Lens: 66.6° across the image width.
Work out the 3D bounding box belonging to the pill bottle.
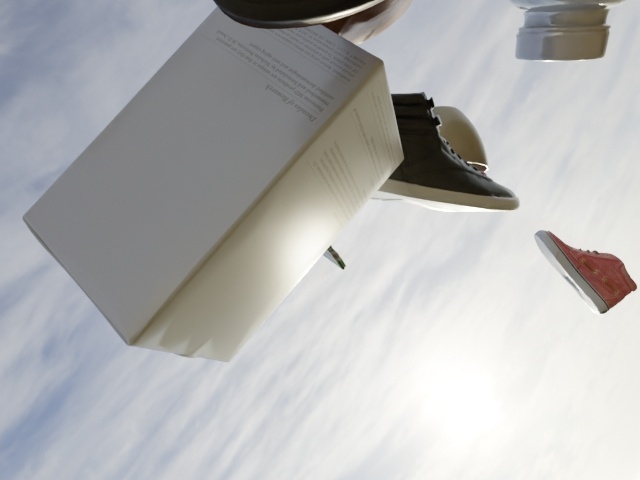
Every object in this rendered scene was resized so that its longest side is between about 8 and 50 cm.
[{"bbox_3d":[0.368,-0.430,0.699,0.176,0.176,0.319,-23,-58,-39],"label":"pill bottle"}]

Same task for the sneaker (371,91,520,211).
[{"bbox_3d":[0.164,-0.118,0.666,0.295,0.104,0.147,7,-93,-24],"label":"sneaker"}]

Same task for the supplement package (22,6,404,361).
[{"bbox_3d":[-0.085,-0.054,0.474,0.293,0.175,0.177,-49,-23,-4],"label":"supplement package"}]

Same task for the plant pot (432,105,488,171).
[{"bbox_3d":[0.366,-0.302,1.506,0.284,0.284,0.191,4,-97,-49],"label":"plant pot"}]

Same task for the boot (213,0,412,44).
[{"bbox_3d":[0.017,-0.219,0.417,0.264,0.280,0.096,-40,-79,-10],"label":"boot"}]

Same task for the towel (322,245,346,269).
[{"bbox_3d":[0.000,0.000,1.187,0.023,0.113,0.152,-43,-53,-8],"label":"towel"}]

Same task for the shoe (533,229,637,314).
[{"bbox_3d":[0.466,0.038,0.862,0.081,0.178,0.063,-36,-20,5],"label":"shoe"}]
